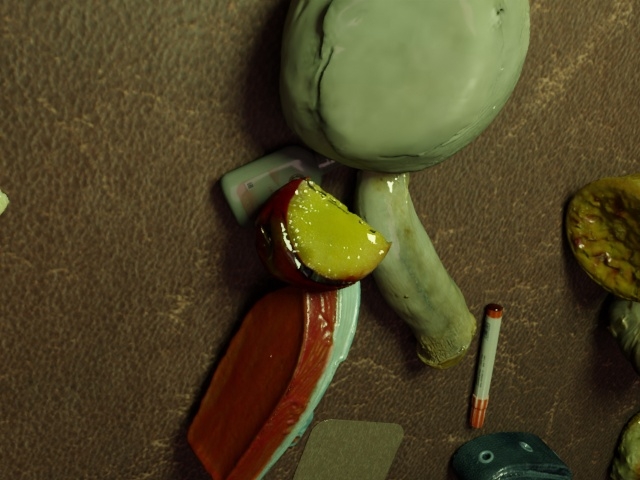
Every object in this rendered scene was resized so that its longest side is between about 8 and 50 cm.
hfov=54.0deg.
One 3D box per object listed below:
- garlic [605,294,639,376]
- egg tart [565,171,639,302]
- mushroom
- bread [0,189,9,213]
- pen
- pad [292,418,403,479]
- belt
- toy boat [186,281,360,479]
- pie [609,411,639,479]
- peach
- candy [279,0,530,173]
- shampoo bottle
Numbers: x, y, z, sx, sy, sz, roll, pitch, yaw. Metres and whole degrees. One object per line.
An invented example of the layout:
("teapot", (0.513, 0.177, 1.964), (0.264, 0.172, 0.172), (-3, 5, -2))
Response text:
("garlic", (0.594, 0.122, 1.014), (0.160, 0.245, 0.245), (16, 108, -23))
("egg tart", (0.490, -0.023, 0.934), (0.147, 0.202, 0.202), (-25, 121, -22))
("mushroom", (0.131, 0.040, 0.886), (0.123, 0.095, 0.351), (-42, 124, -25))
("bread", (-0.415, -0.026, 0.695), (0.109, 0.080, 0.084), (-21, 126, 31))
("pen", (0.276, 0.213, 1.051), (0.028, 0.028, 0.239), (-6, 115, -17))
("pad", (0.030, 0.416, 1.070), (0.176, 0.002, 0.266), (11, 109, -24))
("belt", (0.352, 0.424, 1.118), (0.218, 0.128, 0.122), (10, 109, -25))
("toy boat", (-0.047, 0.184, 0.863), (0.133, 0.145, 0.332), (12, 113, -49))
("pie", (0.743, 0.438, 1.293), (0.315, 0.092, 0.315), (-7, 114, -17))
("peach", (-0.004, 0.000, 0.763), (0.172, 0.092, 0.127), (11, 70, -37))
("candy", (0.090, -0.210, 0.699), (0.295, 0.185, 0.295), (-5, 129, -7))
("shampoo bottle", (-0.041, -0.078, 0.793), (0.165, 0.040, 0.080), (-25, 121, -7))
